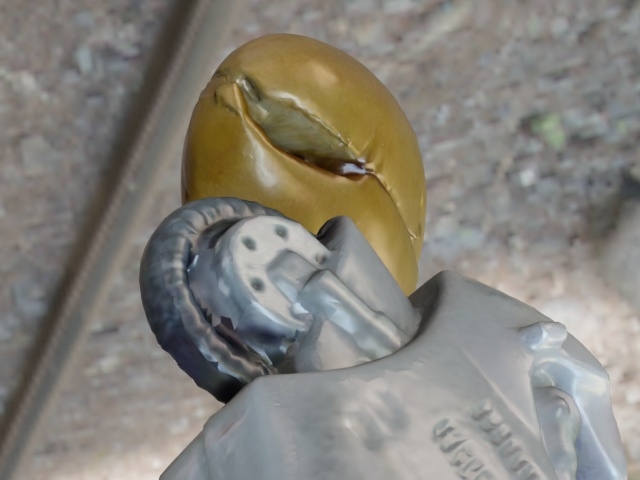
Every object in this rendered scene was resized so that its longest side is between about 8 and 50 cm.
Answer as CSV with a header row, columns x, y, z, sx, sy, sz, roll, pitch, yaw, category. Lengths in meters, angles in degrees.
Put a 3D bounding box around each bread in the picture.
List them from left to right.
x,y,z,sx,sy,sz,roll,pitch,yaw,category
0.000,0.000,0.695,0.077,0.114,0.189,25,159,15,bread

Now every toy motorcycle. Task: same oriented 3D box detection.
x,y,z,sx,sy,sz,roll,pitch,yaw,category
0.038,0.100,0.524,0.171,0.260,0.110,10,138,-33,toy motorcycle
